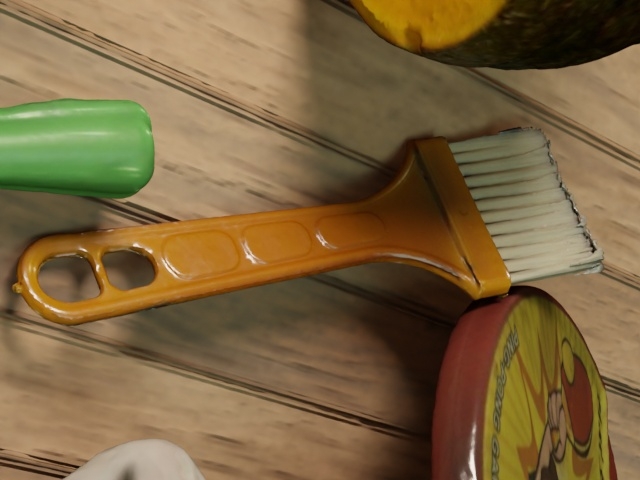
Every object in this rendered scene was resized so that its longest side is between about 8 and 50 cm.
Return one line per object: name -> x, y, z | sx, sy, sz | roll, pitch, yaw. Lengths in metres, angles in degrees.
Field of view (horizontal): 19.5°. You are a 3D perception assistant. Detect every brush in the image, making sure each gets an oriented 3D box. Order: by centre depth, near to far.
brush -> 0.000, 0.000, 0.876 | 0.314, 0.090, 0.017 | -9, 155, -33

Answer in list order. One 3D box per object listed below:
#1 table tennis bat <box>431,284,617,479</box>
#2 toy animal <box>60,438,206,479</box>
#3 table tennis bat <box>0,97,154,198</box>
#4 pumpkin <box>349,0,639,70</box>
table tennis bat -> 0.139, 0.176, 1.013 | 0.414, 0.051, 0.268 | 40, 45, -59
toy animal -> -0.064, 0.187, 0.813 | 0.154, 0.208, 0.325 | -38, 160, 35
table tennis bat -> -0.178, -0.036, 0.723 | 0.257, 0.039, 0.160 | -2, 110, -35
pumpkin -> 0.119, -0.220, 0.762 | 0.139, 0.222, 0.317 | 0, 111, -42
